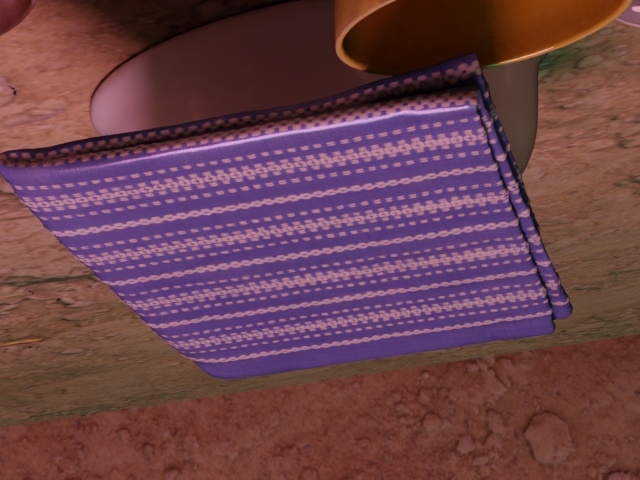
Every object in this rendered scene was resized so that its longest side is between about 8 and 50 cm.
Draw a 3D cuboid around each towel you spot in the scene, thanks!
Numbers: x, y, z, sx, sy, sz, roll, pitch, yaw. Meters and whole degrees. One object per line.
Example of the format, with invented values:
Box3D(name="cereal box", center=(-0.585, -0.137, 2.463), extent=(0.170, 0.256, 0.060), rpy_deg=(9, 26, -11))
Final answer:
Box3D(name="towel", center=(0.000, 0.000, 0.959), extent=(0.243, 0.040, 0.336), rpy_deg=(-10, 156, 11))

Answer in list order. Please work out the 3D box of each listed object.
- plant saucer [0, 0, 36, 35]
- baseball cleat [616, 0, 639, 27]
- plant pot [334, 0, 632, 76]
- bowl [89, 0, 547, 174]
Box3D(name="plant saucer", center=(-0.217, -0.118, 0.813), extent=(0.168, 0.029, 0.168), rpy_deg=(-10, 167, -2))
Box3D(name="baseball cleat", center=(0.246, -0.168, 0.910), extent=(0.205, 0.072, 0.109), rpy_deg=(-14, 154, -4))
Box3D(name="plant pot", center=(0.065, -0.140, 0.780), extent=(0.134, 0.095, 0.134), rpy_deg=(-9, 168, -2))
Box3D(name="bowl", center=(0.010, -0.043, 1.099), extent=(0.297, 0.134, 0.298), rpy_deg=(-9, 167, -2))
